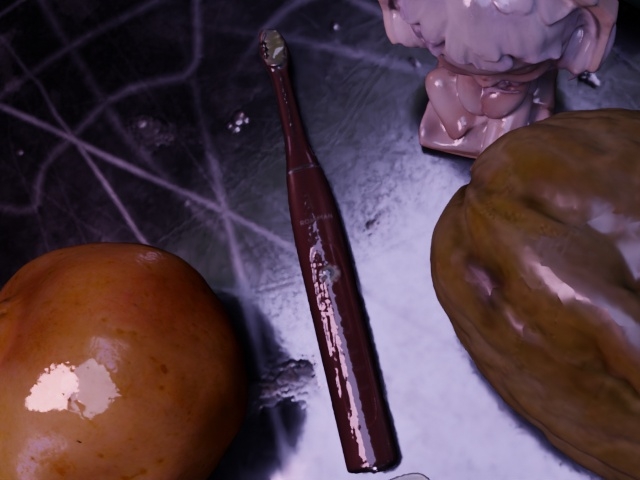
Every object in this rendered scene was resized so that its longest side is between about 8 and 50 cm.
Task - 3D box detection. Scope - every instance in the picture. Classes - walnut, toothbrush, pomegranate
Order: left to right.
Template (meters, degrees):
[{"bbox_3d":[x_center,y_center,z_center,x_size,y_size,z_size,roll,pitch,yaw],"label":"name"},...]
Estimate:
[{"bbox_3d":[-0.148,0.104,0.733,0.209,0.209,0.209,-2,78,10],"label":"pomegranate"},{"bbox_3d":[0.000,0.000,0.813,0.041,0.041,0.364,-15,76,7],"label":"toothbrush"},{"bbox_3d":[0.211,0.033,0.671,0.283,0.283,0.227,36,117,15],"label":"walnut"}]

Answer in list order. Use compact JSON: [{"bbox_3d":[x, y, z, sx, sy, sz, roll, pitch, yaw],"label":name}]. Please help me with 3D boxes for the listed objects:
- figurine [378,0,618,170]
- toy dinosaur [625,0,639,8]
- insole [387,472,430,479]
[{"bbox_3d":[0.119,-0.142,0.727,0.162,0.237,0.141,12,73,10],"label":"figurine"},{"bbox_3d":[0.271,-0.178,0.769,0.120,0.079,0.292,-27,64,-39],"label":"toy dinosaur"},{"bbox_3d":[0.023,0.227,0.778,0.153,0.002,0.053,-34,74,2],"label":"insole"}]
